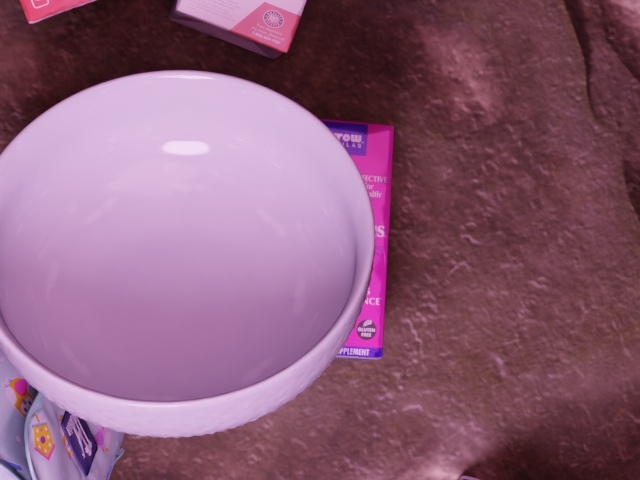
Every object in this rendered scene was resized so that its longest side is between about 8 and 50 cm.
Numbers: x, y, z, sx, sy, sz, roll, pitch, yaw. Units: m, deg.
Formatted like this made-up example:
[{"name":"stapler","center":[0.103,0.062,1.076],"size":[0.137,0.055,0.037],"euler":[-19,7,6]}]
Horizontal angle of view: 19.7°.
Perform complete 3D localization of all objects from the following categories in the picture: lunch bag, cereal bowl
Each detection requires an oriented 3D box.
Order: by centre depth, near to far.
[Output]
[{"name":"cereal bowl","center":[-0.125,0.025,1.586],"size":[0.339,0.141,0.339],"euler":[1,59,-2]},{"name":"lunch bag","center":[-0.292,0.154,1.603],"size":[0.262,0.223,0.160],"euler":[36,119,-13]}]

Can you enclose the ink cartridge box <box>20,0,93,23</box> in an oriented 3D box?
[{"name":"ink cartridge box","center":[-0.189,-0.375,1.650],"size":[0.261,0.066,0.296],"euler":[-23,94,-16]}]

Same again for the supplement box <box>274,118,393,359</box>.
[{"name":"supplement box","center":[0.000,0.000,1.732],"size":[0.111,0.114,0.220],"euler":[3,85,-10]}]

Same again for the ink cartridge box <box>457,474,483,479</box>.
[{"name":"ink cartridge box","center":[0.218,0.396,1.748],"size":[0.306,0.131,0.226],"euler":[31,81,-7]}]

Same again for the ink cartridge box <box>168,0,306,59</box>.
[{"name":"ink cartridge box","center":[-0.056,-0.286,1.755],"size":[0.115,0.067,0.198],"euler":[21,85,-10]}]
